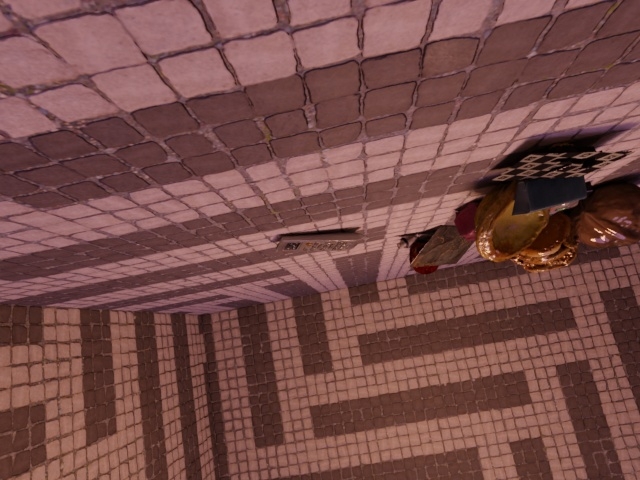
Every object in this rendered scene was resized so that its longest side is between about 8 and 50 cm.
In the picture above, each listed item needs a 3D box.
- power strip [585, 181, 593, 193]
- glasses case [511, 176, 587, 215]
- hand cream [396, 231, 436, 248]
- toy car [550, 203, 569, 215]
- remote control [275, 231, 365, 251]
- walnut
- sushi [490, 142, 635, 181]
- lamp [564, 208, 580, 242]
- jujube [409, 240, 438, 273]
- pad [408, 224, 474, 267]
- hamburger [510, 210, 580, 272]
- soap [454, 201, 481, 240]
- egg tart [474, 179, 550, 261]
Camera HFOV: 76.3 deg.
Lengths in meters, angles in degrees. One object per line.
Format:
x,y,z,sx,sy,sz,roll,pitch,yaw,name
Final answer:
0.938,-0.176,1.454,0.029,0.037,0.111,-13,166,16,power strip
0.671,-0.135,1.176,0.266,0.105,0.056,-14,-151,-26,glasses case
0.441,-0.008,1.777,0.257,0.050,0.084,-13,171,-21,hand cream
0.760,-0.124,1.404,0.076,0.090,0.224,-8,164,-7,toy car
0.000,0.000,1.457,0.313,0.055,0.109,-1,159,-19,remote control
1.084,-0.090,1.523,0.274,0.226,0.273,-4,167,-1,walnut
0.602,-0.207,1.029,0.280,0.043,0.192,-4,170,-6,sushi
1.138,-0.071,1.883,0.215,0.151,0.223,-20,122,15,lamp
0.505,0.080,1.981,0.155,0.155,0.230,-13,162,13,jujube
0.582,0.028,1.849,0.368,0.007,0.247,1,132,-38,pad
0.859,-0.006,1.563,0.211,0.245,0.261,37,173,-37,hamburger
0.627,-0.075,1.480,0.289,0.112,0.182,-5,167,-22,soap
0.575,-0.075,1.262,0.294,0.293,0.123,-3,-153,-28,egg tart
